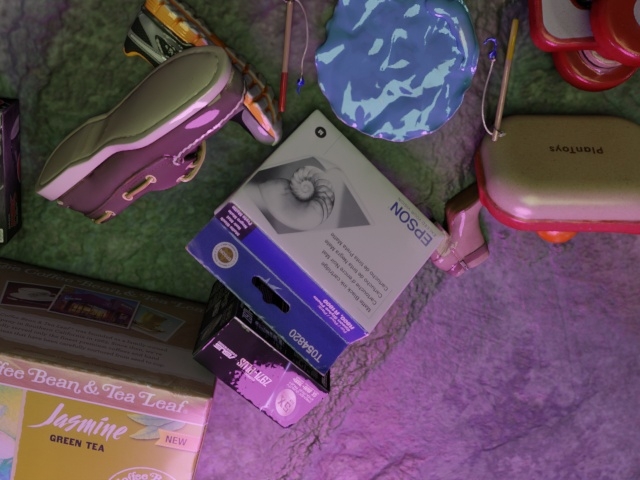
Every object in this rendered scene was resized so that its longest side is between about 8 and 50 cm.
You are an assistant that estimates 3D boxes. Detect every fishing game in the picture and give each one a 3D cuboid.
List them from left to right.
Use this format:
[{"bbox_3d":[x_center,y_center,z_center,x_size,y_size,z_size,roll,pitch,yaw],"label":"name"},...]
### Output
[{"bbox_3d":[0.085,-0.207,0.945,0.264,0.041,0.189,5,98,5],"label":"fishing game"}]

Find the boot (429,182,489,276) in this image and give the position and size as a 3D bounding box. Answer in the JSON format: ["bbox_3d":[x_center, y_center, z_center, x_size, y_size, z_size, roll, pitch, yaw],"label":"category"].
[{"bbox_3d":[0.185,-0.011,1.045,0.118,0.042,0.087,-36,115,15],"label":"boot"}]

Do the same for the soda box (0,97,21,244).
[{"bbox_3d":[-0.391,-0.083,0.992,0.053,0.060,0.168,7,114,-2],"label":"soda box"}]

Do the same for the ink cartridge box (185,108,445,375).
[{"bbox_3d":[0.000,0.000,0.958,0.223,0.045,0.224,43,68,-8],"label":"ink cartridge box"}]

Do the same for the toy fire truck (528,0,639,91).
[{"bbox_3d":[0.367,-0.298,0.874,0.302,0.169,0.253,-2,89,0],"label":"toy fire truck"}]

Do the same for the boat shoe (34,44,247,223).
[{"bbox_3d":[-0.186,-0.105,0.915,0.324,0.116,0.097,-24,132,36],"label":"boat shoe"}]

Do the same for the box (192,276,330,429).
[{"bbox_3d":[-0.064,0.115,1.015,0.147,0.180,0.077,41,109,-17],"label":"box"}]

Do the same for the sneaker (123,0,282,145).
[{"bbox_3d":[-0.129,-0.182,0.947,0.215,0.084,0.083,45,109,-8],"label":"sneaker"}]

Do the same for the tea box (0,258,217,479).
[{"bbox_3d":[-0.311,0.232,1.042,0.329,0.220,0.323,12,112,-5],"label":"tea box"}]

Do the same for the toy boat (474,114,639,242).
[{"bbox_3d":[0.294,-0.055,0.989,0.231,0.151,0.151,1,143,-1],"label":"toy boat"}]
